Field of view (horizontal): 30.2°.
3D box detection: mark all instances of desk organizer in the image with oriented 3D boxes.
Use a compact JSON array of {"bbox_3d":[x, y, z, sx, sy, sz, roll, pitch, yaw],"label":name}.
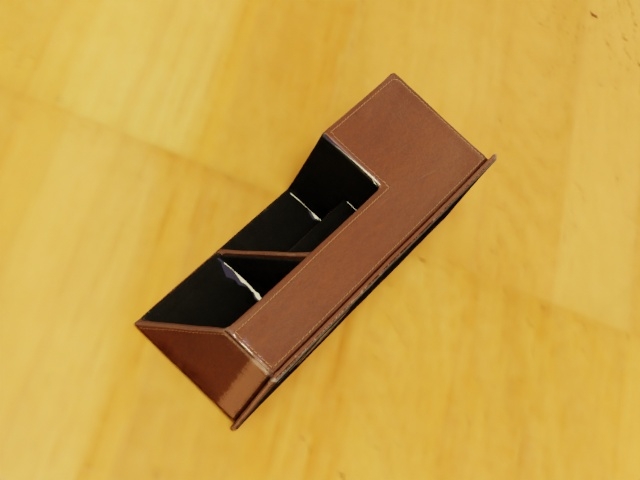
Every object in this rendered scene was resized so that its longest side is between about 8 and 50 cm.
[{"bbox_3d":[0.000,0.000,0.416,0.050,0.047,0.130,43,56,5],"label":"desk organizer"}]
